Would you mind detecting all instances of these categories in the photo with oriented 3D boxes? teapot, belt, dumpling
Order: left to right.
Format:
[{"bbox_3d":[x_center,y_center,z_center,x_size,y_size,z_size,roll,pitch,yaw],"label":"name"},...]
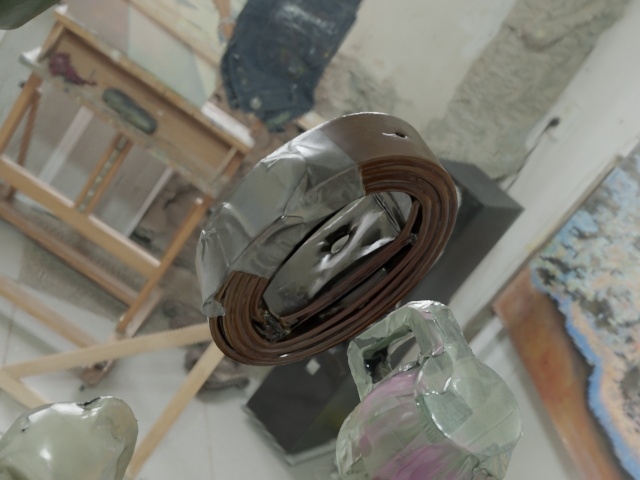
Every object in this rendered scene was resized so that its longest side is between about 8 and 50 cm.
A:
[{"bbox_3d":[-0.277,0.251,1.014,0.176,0.092,0.150,-41,111,-60],"label":"dumpling"},{"bbox_3d":[0.000,0.000,0.846,0.184,0.261,0.105,46,14,-40],"label":"belt"},{"bbox_3d":[0.123,0.180,0.966,0.163,0.178,0.222,21,44,-15],"label":"teapot"}]

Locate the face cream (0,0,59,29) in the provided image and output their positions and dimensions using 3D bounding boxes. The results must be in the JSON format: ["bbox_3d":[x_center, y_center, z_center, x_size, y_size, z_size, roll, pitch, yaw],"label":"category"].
[{"bbox_3d":[-0.345,-0.149,0.545,0.312,0.357,0.220,45,21,-57],"label":"face cream"}]
